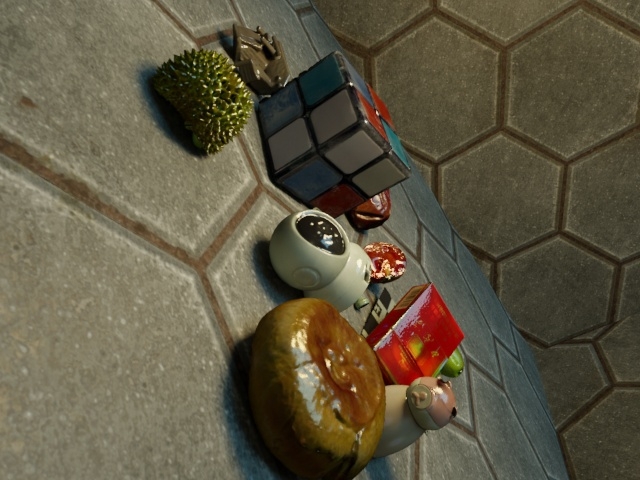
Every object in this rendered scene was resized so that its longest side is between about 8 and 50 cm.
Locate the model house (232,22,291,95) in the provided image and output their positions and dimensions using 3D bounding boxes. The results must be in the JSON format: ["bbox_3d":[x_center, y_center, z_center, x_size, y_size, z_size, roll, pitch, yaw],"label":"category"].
[{"bbox_3d":[-0.197,-0.567,1.691,0.188,0.122,0.229,29,41,-49],"label":"model house"}]

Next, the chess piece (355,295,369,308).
[{"bbox_3d":[0.102,0.151,1.589,0.093,0.042,0.042,60,21,17],"label":"chess piece"}]

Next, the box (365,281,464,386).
[{"bbox_3d":[0.252,0.284,1.503,0.313,0.089,0.197,-40,103,-38],"label":"box"}]

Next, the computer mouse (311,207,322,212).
[{"bbox_3d":[0.000,0.000,1.522,0.182,0.056,0.089,68,23,-6],"label":"computer mouse"}]

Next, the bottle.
[{"bbox_3d":[0.197,0.387,1.239,0.147,0.236,0.147,46,27,-32],"label":"bottle"}]

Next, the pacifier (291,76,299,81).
[{"bbox_3d":[-0.080,-0.529,1.962,0.150,0.126,0.117,-134,-134,-68],"label":"pacifier"}]

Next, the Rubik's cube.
[{"bbox_3d":[0.039,-0.298,1.626,0.313,0.316,0.318,34,35,-50],"label":"Rubik's cube"}]

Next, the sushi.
[{"bbox_3d":[0.293,0.338,1.640,0.373,0.100,0.296,57,30,-11],"label":"sushi"}]

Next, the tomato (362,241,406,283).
[{"bbox_3d":[0.194,0.083,1.768,0.091,0.159,0.139,106,-30,-58],"label":"tomato"}]

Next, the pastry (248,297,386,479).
[{"bbox_3d":[-0.008,0.277,1.041,0.356,0.164,0.356,40,34,-35],"label":"pastry"}]

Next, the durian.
[{"bbox_3d":[-0.252,-0.325,1.228,0.237,0.176,0.200,56,0,18],"label":"durian"}]

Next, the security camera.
[{"bbox_3d":[-0.015,0.039,1.278,0.236,0.194,0.194,43,28,-27],"label":"security camera"}]

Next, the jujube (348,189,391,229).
[{"bbox_3d":[0.151,-0.207,1.941,0.216,0.216,0.342,22,56,-58],"label":"jujube"}]

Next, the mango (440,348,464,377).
[{"bbox_3d":[0.395,0.366,1.866,0.111,0.125,0.233,-27,65,-40],"label":"mango"}]
